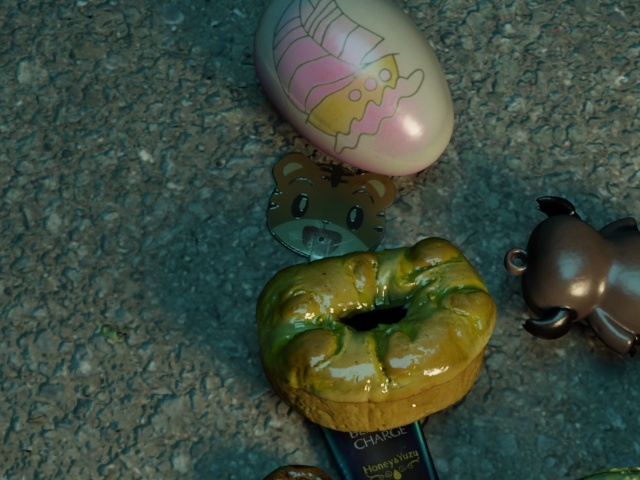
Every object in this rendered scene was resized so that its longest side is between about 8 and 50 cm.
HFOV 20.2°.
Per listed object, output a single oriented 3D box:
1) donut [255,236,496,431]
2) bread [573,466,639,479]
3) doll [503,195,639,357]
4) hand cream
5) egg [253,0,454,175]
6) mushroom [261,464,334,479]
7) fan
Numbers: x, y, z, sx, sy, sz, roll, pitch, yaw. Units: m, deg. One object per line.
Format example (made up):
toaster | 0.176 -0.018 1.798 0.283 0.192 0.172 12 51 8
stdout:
donut | 0.062 0.109 1.971 0.261 0.128 0.208 -11 45 -7
bread | 0.323 0.377 1.818 0.301 0.045 0.301 2 96 19
doll | 0.334 0.046 2.050 0.257 0.117 0.182 7 60 -1
hand cream | 0.073 0.249 1.965 0.120 0.061 0.271 -16 55 -10
egg | 0.039 -0.192 2.115 0.196 0.196 0.271 -27 66 -17
mushroom | -0.021 0.298 1.906 0.127 0.087 0.127 3 58 -5
fan | 0.000 0.000 2.113 0.152 0.008 0.227 12 61 2
